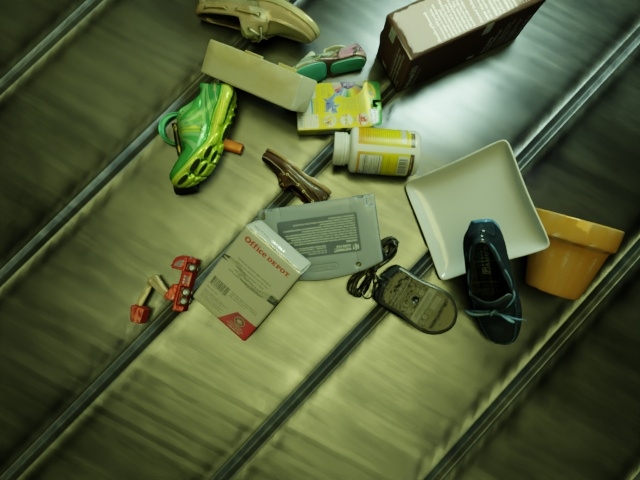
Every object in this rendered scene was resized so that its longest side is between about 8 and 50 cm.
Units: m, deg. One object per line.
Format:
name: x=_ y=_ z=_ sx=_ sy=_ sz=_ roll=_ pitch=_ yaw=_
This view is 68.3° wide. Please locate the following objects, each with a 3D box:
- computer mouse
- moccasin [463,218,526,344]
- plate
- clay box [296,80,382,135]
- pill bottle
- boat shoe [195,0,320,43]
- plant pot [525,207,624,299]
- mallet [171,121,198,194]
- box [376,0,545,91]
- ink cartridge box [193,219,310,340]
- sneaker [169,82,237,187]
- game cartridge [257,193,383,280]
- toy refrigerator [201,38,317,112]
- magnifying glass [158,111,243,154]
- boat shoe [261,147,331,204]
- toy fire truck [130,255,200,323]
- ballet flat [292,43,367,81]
computer mouse: x=0.223 y=0.132 z=1.202 sx=0.272 sy=0.072 sz=0.188 roll=37 pitch=87 yaw=15
moccasin: x=0.393 y=0.119 z=1.121 sx=0.138 sy=0.116 sz=0.341 roll=-13 pitch=112 yaw=29
plate: x=0.383 y=-0.069 z=1.178 sx=0.278 sy=0.045 sz=0.277 roll=-23 pitch=84 yaw=32
clay box: x=0.048 y=-0.350 z=1.250 sx=0.222 sy=0.053 sz=0.127 roll=-3 pitch=84 yaw=-1
pill bottle: x=0.141 y=-0.228 z=1.207 sx=0.215 sy=0.117 sz=0.117 roll=4 pitch=84 yaw=0
boat shoe: x=-0.166 y=-0.577 z=1.246 sx=0.342 sy=0.122 sz=0.110 roll=24 pitch=89 yaw=12
plant pot: x=0.598 y=0.036 z=1.158 sx=0.205 sy=0.205 sz=0.187 roll=16 pitch=100 yaw=1
mallet: x=-0.373 y=-0.211 z=1.230 sx=0.063 sy=0.039 sz=0.189 roll=-17 pitch=91 yaw=-3
box: x=0.350 y=-0.548 z=1.205 sx=0.382 sy=0.191 sz=0.143 roll=-24 pitch=85 yaw=-2
ink cartridge box: x=-0.164 y=0.094 z=1.142 sx=0.172 sy=0.100 sz=0.237 roll=41 pitch=108 yaw=3
sneaker: x=-0.311 y=-0.268 z=1.200 sx=0.124 sy=0.109 sz=0.295 roll=19 pitch=78 yaw=13
game cartridge: x=0.000 y=0.000 z=1.182 sx=0.298 sy=0.062 sz=0.197 roll=-7 pitch=99 yaw=9
toy refrigerator: x=-0.154 y=-0.418 z=1.191 sx=0.270 sy=0.102 sz=0.094 roll=27 pitch=109 yaw=15
magnifying glass: x=-0.318 y=-0.277 z=1.254 sx=0.231 sy=0.026 sz=0.092 roll=18 pitch=84 yaw=0
boat shoe: x=-0.073 y=-0.156 z=1.220 sx=0.207 sy=0.073 sz=0.073 roll=36 pitch=83 yaw=3
toy fire truck: x=-0.394 y=0.125 z=1.202 sx=0.136 sy=0.047 sz=0.191 roll=12 pitch=84 yaw=2
ballet flat: x=0.012 y=-0.477 z=1.260 sx=0.222 sy=0.076 sz=0.079 roll=-17 pitch=66 yaw=-7
